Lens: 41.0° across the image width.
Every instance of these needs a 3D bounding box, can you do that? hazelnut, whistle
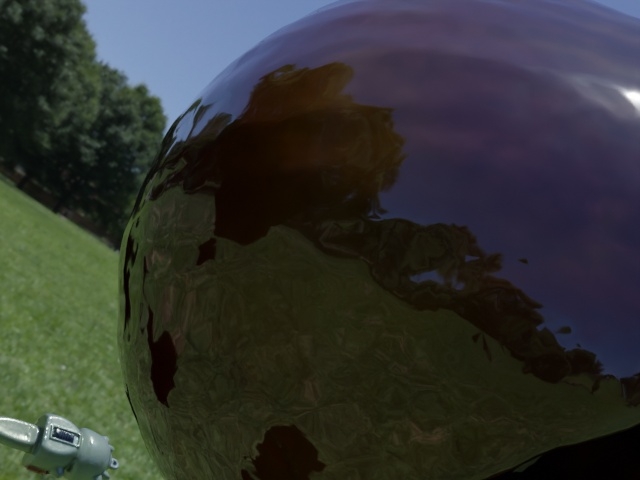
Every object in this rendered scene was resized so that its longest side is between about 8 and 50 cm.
[{"bbox_3d":[0.086,0.018,0.518,0.402,0.402,0.429,32,32,26],"label":"hazelnut"},{"bbox_3d":[-0.478,0.373,1.544,0.253,0.105,0.102,28,9,-30],"label":"whistle"}]
